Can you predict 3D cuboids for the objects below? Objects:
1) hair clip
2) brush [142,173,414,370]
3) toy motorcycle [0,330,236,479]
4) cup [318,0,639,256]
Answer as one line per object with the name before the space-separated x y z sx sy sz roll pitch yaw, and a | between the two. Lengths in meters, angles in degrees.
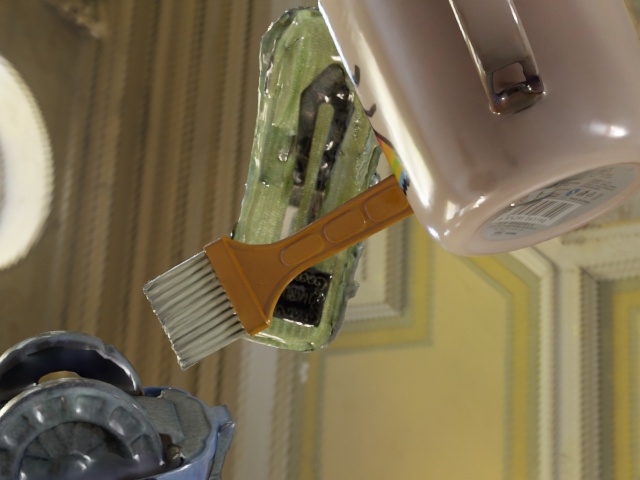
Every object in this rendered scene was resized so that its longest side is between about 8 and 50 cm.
hair clip | -0.010 -0.060 1.318 0.138 0.091 0.321 13 -71 0
brush | 0.000 0.000 1.191 0.314 0.017 0.090 -29 -98 6
toy motorcycle | -0.195 0.171 0.672 0.359 0.212 0.125 -10 -164 -10
cup | 0.115 -0.116 0.912 0.192 0.253 0.200 -22 -108 5
